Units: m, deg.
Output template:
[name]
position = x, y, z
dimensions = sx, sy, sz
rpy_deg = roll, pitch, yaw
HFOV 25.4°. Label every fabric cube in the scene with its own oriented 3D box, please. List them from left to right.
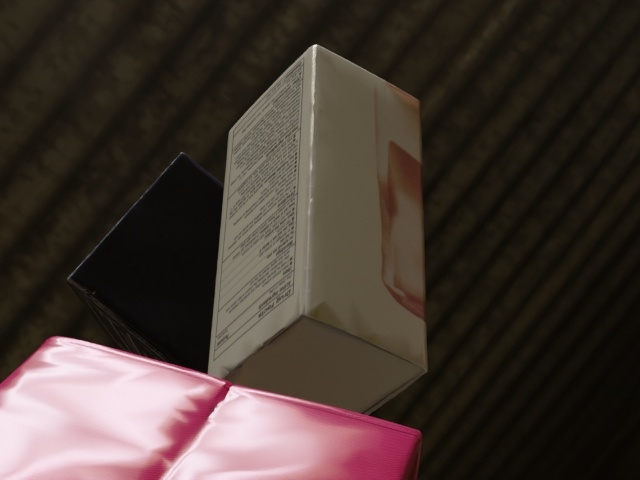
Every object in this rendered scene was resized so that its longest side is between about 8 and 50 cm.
[fabric cube]
position = -0.105, 0.238, 0.800
dimensions = 0.258, 0.259, 0.254
rpy_deg = -52, -26, -68

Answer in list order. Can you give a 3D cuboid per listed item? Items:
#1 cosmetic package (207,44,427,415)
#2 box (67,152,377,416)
[cosmetic package]
position = 0.000, 0.000, 1.223
dimensions = 0.129, 0.296, 0.153
rpy_deg = 25, -42, -26
[box]
position = -0.075, 0.097, 1.464
dimensions = 0.182, 0.294, 0.296
rpy_deg = -51, -9, -12
